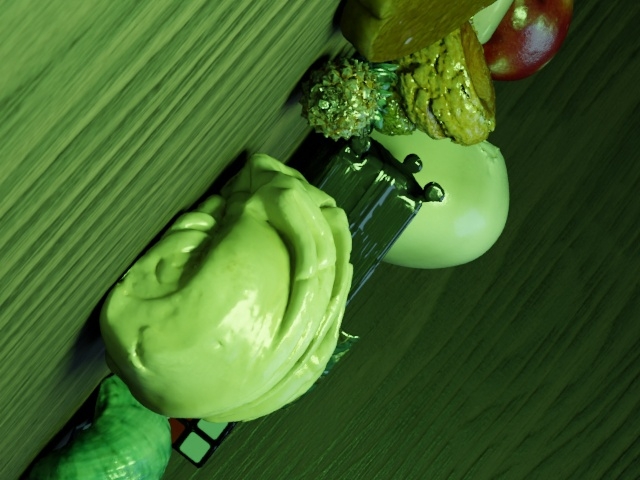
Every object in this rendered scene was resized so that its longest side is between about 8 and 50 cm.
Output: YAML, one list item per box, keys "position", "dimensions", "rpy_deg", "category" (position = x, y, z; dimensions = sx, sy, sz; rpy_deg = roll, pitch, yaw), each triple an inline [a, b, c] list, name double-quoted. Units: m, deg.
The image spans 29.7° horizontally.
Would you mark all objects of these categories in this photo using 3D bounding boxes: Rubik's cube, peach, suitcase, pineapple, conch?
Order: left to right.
- position: [-0.267, 0.281, 1.486]
  dimensions: [0.202, 0.134, 0.196]
  rpy_deg: [-54, 170, 4]
  category: "conch"
- position: [-0.197, 0.250, 2.008]
  dimensions: [0.163, 0.160, 0.162]
  rpy_deg: [-53, 177, 12]
  category: "Rubik's cube"
- position: [0.000, 0.000, 1.671]
  dimensions: [0.335, 0.152, 0.229]
  rpy_deg: [-53, -169, 10]
  category: "suitcase"
- position: [0.028, -0.153, 1.304]
  dimensions: [0.221, 0.083, 0.103]
  rpy_deg: [-43, 155, -72]
  category: "pineapple"
- position: [0.356, -0.405, 2.224]
  dimensions: [0.243, 0.199, 0.243]
  rpy_deg: [-59, 178, -3]
  category: "peach"

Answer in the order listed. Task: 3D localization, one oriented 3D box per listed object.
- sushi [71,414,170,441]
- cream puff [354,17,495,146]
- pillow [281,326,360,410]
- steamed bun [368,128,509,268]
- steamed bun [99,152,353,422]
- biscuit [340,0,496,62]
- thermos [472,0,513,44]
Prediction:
- position: [-0.280, 0.241, 1.691]
  dimensions: [0.193, 0.040, 0.210]
  rpy_deg: [-24, 159, -31]
  category: "sushi"
- position: [0.111, -0.188, 1.463]
  dimensions: [0.169, 0.183, 0.183]
  rpy_deg: [-14, -168, 20]
  category: "cream puff"
- position: [-0.102, 0.139, 1.537]
  dimensions: [0.189, 0.256, 0.034]
  rpy_deg: [-50, -149, 38]
  category: "pillow"
- position: [0.147, -0.064, 1.964]
  dimensions: [0.324, 0.324, 0.206]
  rpy_deg: [114, -13, -79]
  category: "steamed bun"
- position: [-0.073, 0.065, 1.220]
  dimensions: [0.276, 0.203, 0.289]
  rpy_deg: [-52, 177, 1]
  category: "steamed bun"
- position: [0.178, -0.319, 1.161]
  dimensions: [0.381, 0.074, 0.359]
  rpy_deg: [-48, 170, 31]
  category: "biscuit"
- position: [0.212, -0.363, 1.542]
  dimensions: [0.193, 0.105, 0.137]
  rpy_deg: [121, -28, -48]
  category: "thermos"
